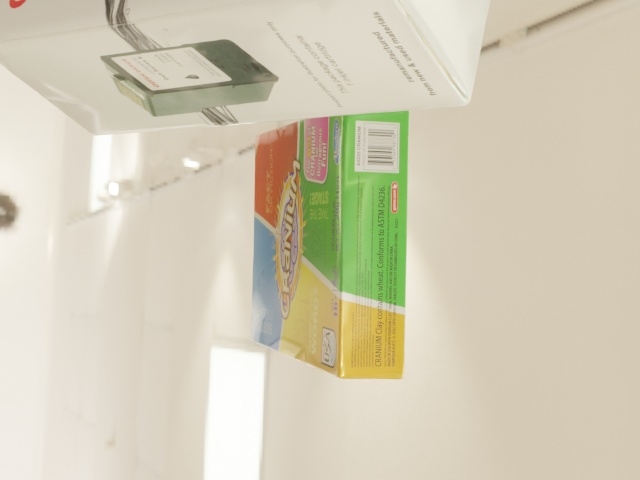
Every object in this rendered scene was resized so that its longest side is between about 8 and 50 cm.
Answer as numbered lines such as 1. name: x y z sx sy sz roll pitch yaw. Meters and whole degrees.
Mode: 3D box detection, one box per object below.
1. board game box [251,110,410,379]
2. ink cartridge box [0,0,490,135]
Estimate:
1. board game box: 0.000 0.000 1.054 0.316 0.064 0.242 180 -89 -72
2. ink cartridge box: -0.044 -0.189 0.645 0.289 0.121 0.211 0 -116 32
